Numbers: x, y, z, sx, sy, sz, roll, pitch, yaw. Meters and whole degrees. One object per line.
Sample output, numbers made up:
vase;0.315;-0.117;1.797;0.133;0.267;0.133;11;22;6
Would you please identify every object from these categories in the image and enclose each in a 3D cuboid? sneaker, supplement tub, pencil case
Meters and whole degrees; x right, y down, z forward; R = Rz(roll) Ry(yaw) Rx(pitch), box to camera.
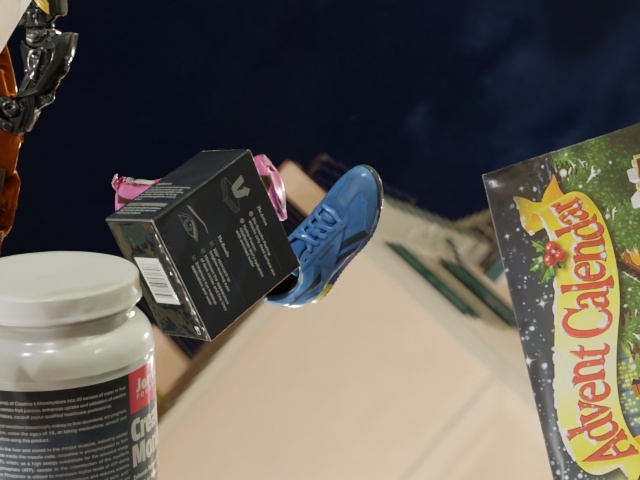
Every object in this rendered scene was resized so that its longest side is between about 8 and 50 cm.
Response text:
sneaker;0.000;0.000;1.533;0.082;0.069;0.209;-6;-44;-49
supplement tub;-0.251;0.162;1.236;0.191;0.191;0.272;-14;-70;-41
pencil case;-0.149;-0.053;1.603;0.209;0.095;0.098;-11;-62;1

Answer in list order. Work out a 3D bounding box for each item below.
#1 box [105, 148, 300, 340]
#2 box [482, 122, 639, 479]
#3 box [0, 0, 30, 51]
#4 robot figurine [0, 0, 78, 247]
box;-0.128;0.003;1.445;0.158;0.093;0.156;-39;-63;-35
box;0.159;0.066;0.439;0.159;0.233;0.044;-18;-14;27
box;-0.218;-0.125;0.562;0.121;0.311;0.148;-5;-62;1
robot figurine;-0.267;-0.090;0.870;0.085;0.211;0.291;-9;-64;-57
